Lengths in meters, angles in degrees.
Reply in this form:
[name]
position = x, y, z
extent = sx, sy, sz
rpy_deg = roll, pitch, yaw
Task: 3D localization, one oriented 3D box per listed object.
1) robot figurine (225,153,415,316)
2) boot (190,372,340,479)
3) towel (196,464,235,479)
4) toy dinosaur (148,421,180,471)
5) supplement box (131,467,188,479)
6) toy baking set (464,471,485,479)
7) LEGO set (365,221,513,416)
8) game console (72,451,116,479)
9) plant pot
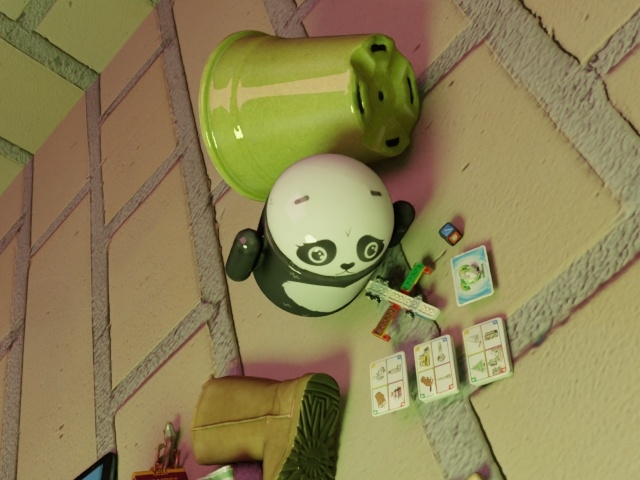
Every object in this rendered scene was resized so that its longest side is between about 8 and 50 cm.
[robot figurine]
position = -0.001, 0.002, 1.205
extent = 0.209, 0.173, 0.278
rpy_deg = -52, -5, -27
[boot]
position = -0.091, 0.294, 1.233
extent = 0.269, 0.089, 0.236
rpy_deg = -16, 49, 49
[towel]
position = -0.127, 0.378, 1.180
extent = 0.113, 0.023, 0.152
rpy_deg = -42, 56, 58
[toy dinosaur]
position = -0.257, 0.388, 1.400
extent = 0.112, 0.064, 0.211
rpy_deg = -33, 28, 61
[supplement box]
position = -0.213, 0.420, 1.252
extent = 0.188, 0.080, 0.104
rpy_deg = -126, 42, -54
[toy baking set]
position = 0.125, 0.369, 0.936
extent = 0.256, 0.030, 0.197
rpy_deg = -43, 37, 22
[LEGO set]
position = 0.145, 0.096, 1.134
extent = 0.182, 0.060, 0.244
rpy_deg = -24, 47, 24
[game console]
position = -0.492, 0.503, 1.507
extent = 0.293, 0.250, 0.173
rpy_deg = -40, 64, 26
[plant pot]
position = 0.001, -0.205, 1.376
extent = 0.254, 0.276, 0.276
rpy_deg = -3, 61, 37
